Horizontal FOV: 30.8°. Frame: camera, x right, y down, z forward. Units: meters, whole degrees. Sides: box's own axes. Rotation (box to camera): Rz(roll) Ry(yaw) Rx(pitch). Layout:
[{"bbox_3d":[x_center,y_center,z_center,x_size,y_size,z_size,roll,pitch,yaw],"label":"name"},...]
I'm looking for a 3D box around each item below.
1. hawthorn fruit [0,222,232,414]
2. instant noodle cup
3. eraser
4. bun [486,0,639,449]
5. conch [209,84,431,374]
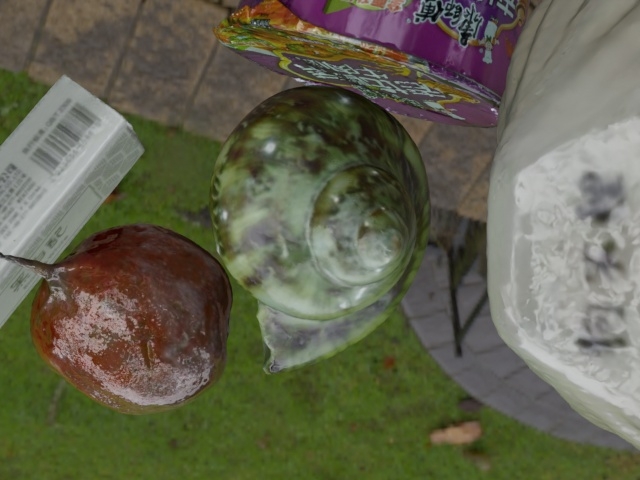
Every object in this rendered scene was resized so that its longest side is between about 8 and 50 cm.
[{"bbox_3d":[-0.074,0.017,0.387,0.067,0.066,0.103,-30,131,24],"label":"hawthorn fruit"},{"bbox_3d":[0.061,-0.216,0.918,0.251,0.251,0.190,17,89,-18],"label":"instant noodle cup"},{"bbox_3d":[-0.344,0.022,1.184,0.098,0.404,0.096,37,173,13],"label":"eraser"},{"bbox_3d":[0.143,-0.010,0.467,0.175,0.263,0.263,-14,140,-27],"label":"bun"},{"bbox_3d":[0.003,0.000,0.702,0.124,0.181,0.187,3,102,8],"label":"conch"}]
